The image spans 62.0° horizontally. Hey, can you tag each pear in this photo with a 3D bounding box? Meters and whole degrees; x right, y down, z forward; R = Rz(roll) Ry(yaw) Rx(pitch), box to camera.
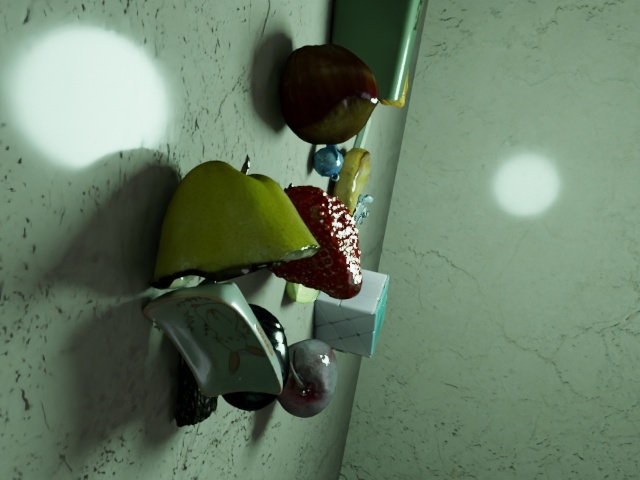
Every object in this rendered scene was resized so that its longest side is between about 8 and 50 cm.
[{"bbox_3d":[-0.139,-0.030,0.789,0.267,0.266,0.178,-4,78,-76],"label":"pear"}]

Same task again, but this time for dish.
[{"bbox_3d":[-0.149,0.144,0.815,0.077,0.151,0.213,-70,144,-49],"label":"dish"}]

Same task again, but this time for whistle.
[{"bbox_3d":[0.012,-0.231,1.459,0.158,0.090,0.090,64,7,13],"label":"whistle"}]

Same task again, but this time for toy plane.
[{"bbox_3d":[0.116,-0.090,1.974,0.169,0.078,0.247,47,55,-41],"label":"toy plane"}]

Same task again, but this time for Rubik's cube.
[{"bbox_3d":[0.113,0.253,1.941,0.225,0.221,0.231,-60,158,-52],"label":"Rubik's cube"}]

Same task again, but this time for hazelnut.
[{"bbox_3d":[0.011,-0.311,1.134,0.229,0.229,0.230,12,90,-77],"label":"hazelnut"}]

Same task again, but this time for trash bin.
[{"bbox_3d":[0.147,-0.560,1.402,0.158,0.222,0.344,-51,151,-62],"label":"trash bin"}]

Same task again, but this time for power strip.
[{"bbox_3d":[0.156,-0.393,1.987,0.060,0.027,0.253,71,33,-65],"label":"power strip"}]

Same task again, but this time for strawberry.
[{"bbox_3d":[-0.001,0.004,1.235,0.261,0.257,0.261,10,90,-68],"label":"strawberry"}]

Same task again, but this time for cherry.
[{"bbox_3d":[-0.040,0.383,1.504,0.266,0.183,0.214,-16,125,-72],"label":"cherry"}]

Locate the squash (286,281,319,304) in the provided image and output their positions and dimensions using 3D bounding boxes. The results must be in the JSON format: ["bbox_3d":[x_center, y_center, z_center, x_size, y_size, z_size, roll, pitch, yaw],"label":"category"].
[{"bbox_3d":[-0.038,0.138,1.540,0.200,0.075,0.090,26,50,-78],"label":"squash"}]

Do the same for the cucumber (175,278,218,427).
[{"bbox_3d":[-0.207,0.193,0.908,0.077,0.077,0.266,-41,139,-68],"label":"cucumber"}]

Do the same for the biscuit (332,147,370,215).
[{"bbox_3d":[0.102,-0.205,1.791,0.274,0.091,0.213,-58,158,-52],"label":"biscuit"}]

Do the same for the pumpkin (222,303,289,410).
[{"bbox_3d":[-0.138,0.217,0.996,0.202,0.140,0.202,7,-82,63],"label":"pumpkin"}]

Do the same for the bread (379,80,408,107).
[{"bbox_3d":[0.250,-0.596,1.974,0.143,0.148,0.158,83,17,-59],"label":"bread"}]
